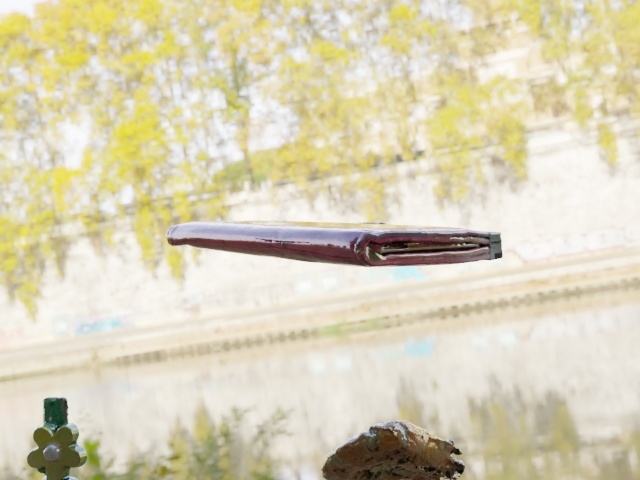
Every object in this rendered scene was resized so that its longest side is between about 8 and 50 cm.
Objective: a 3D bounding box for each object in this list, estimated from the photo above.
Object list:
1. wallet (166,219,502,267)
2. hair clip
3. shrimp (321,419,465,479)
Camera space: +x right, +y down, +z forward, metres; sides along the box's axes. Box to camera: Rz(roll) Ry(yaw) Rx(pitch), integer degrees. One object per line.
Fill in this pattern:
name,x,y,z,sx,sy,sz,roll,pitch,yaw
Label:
wallet,0.000,0.000,0.736,0.119,0.025,0.232,-3,4,-37
hair clip,-0.194,0.205,0.802,0.049,0.173,0.049,-3,1,0
shrimp,0.070,0.186,0.920,0.091,0.043,0.184,-40,-36,28
